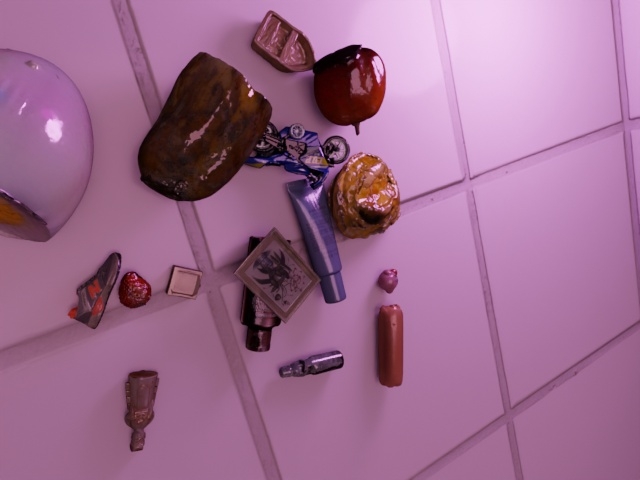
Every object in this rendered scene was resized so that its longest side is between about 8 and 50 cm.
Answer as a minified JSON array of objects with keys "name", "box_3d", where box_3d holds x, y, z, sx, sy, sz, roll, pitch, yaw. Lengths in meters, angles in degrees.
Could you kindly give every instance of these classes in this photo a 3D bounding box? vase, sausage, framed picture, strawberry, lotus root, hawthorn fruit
[{"name":"vase","box_3d":[-0.030,0.391,1.416,0.211,0.060,0.060,-7,98,-26]},{"name":"sausage","box_3d":[0.237,0.356,1.537,0.086,0.086,0.289,-5,99,-27]},{"name":"framed picture","box_3d":[-0.114,0.101,1.277,0.173,0.010,0.231,-51,120,-17]},{"name":"strawberry","box_3d":[-0.471,0.125,1.152,0.083,0.083,0.097,-10,91,-26]},{"name":"lotus root","box_3d":[-0.293,-0.257,1.115,0.250,0.250,0.346,37,78,-25]},{"name":"hawthorn fruit","box_3d":[0.092,-0.430,1.314,0.215,0.215,0.250,-18,102,-25]}]

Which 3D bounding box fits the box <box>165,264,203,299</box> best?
[{"name":"box","box_3d":[-0.365,0.113,1.227,0.083,0.035,0.080,16,88,-29]}]

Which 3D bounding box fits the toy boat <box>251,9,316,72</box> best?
[{"name":"toy boat","box_3d":[-0.098,-0.540,1.281,0.188,0.061,0.116,29,81,-27]}]

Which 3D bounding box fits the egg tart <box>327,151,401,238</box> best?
[{"name":"egg tart","box_3d":[0.162,-0.133,1.415,0.297,0.132,0.298,-5,98,-39]}]

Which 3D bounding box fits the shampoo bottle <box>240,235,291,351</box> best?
[{"name":"shampoo bottle","box_3d":[-0.162,0.152,1.311,0.129,0.084,0.323,4,95,-30]}]

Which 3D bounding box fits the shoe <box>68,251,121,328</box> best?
[{"name":"shoe","box_3d":[-0.550,0.116,1.114,0.077,0.074,0.195,22,88,-22]}]

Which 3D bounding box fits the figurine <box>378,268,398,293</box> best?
[{"name":"figurine","box_3d":[0.225,0.137,1.516,0.066,0.071,0.084,-5,90,15]}]

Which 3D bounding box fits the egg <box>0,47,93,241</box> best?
[{"name":"egg","box_3d":[-0.625,-0.215,0.901,0.354,0.354,0.340,29,62,-27]}]

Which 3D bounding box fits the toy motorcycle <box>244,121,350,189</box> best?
[{"name":"toy motorcycle","box_3d":[-0.072,-0.239,1.294,0.315,0.113,0.169,8,96,-14]}]

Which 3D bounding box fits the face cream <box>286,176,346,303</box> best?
[{"name":"face cream","box_3d":[0.000,0.000,1.379,0.135,0.086,0.386,-19,98,-35]}]

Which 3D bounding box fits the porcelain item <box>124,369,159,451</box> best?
[{"name":"porcelain item","box_3d":[-0.475,0.454,1.197,0.084,0.054,0.213,5,94,-26]}]
